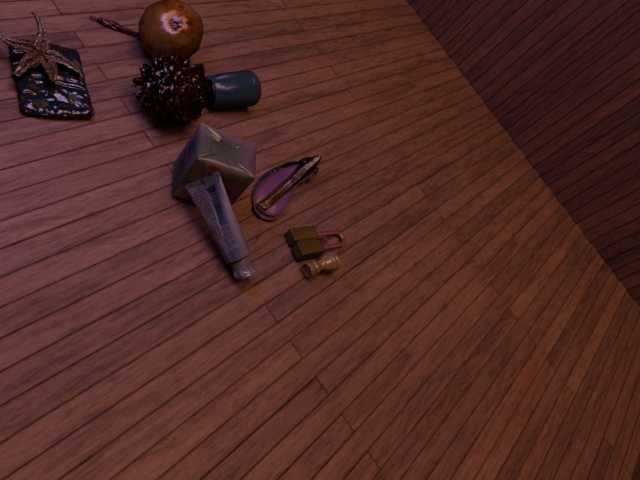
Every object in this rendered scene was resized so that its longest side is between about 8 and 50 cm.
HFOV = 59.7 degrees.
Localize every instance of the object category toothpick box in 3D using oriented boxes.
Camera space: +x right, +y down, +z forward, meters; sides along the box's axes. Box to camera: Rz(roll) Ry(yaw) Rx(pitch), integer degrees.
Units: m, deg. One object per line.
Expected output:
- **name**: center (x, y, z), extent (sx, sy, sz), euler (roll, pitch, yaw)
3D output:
- **toothpick box**: center (-0.300, -0.500, 1.851), extent (0.184, 0.120, 0.120), euler (-18, 75, -41)

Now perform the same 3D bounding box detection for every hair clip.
- **hair clip**: center (-0.115, -0.191, 1.841), extent (0.358, 0.095, 0.110), euler (-44, 128, -37)

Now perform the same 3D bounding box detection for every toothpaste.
- **toothpaste**: center (-0.267, -0.036, 1.545), extent (0.299, 0.114, 0.073), euler (67, 23, -10)

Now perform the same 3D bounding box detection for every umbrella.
- **umbrella**: center (-0.643, -0.676, 1.763), extent (0.165, 0.025, 0.027), euler (13, 33, -34)

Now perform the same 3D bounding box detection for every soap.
- **soap**: center (-0.304, -0.202, 1.595), extent (0.182, 0.199, 0.138), euler (17, 51, -30)

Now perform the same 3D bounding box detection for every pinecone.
- **pinecone**: center (-0.442, -0.451, 1.649), extent (0.221, 0.221, 0.221), euler (20, 52, -27)

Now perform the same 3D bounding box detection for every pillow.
- **pillow**: center (-0.737, -0.442, 1.527), extent (0.189, 0.034, 0.256), euler (-3, 65, -40)

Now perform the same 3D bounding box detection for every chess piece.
- **chess piece**: center (-0.001, 0.078, 1.753), extent (0.122, 0.066, 0.066), euler (-18, 75, -37)

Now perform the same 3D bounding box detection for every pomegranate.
- **pomegranate**: center (-0.469, -0.655, 1.761), extent (0.207, 0.207, 0.207), euler (20, 52, -27)

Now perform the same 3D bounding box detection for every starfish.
- **starfish**: center (-0.752, -0.506, 1.502), extent (0.213, 0.057, 0.238), euler (8, 60, -41)

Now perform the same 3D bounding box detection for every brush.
- **brush**: center (0.000, 0.000, 1.810), extent (0.233, 0.047, 0.103), euler (-9, 66, -42)
